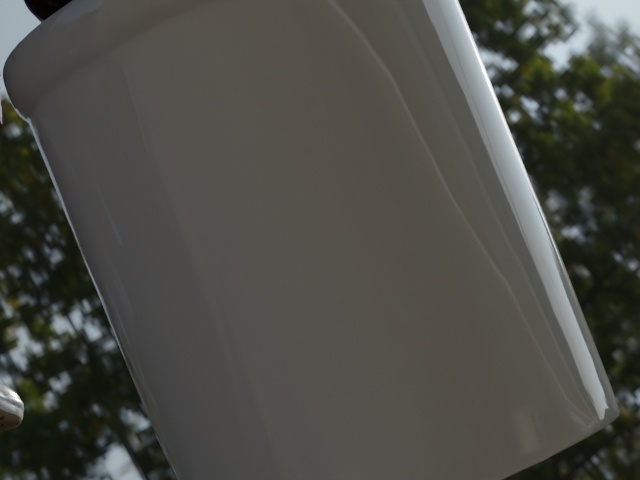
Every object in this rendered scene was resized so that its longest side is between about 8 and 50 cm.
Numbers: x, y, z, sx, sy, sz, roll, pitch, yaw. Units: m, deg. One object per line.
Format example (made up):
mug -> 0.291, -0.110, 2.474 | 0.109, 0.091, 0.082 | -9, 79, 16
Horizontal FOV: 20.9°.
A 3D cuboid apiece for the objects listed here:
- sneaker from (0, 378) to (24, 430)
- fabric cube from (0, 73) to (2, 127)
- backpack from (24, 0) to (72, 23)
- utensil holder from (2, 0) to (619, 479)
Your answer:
sneaker -> -0.361, 0.055, 1.494 | 0.282, 0.153, 0.099 | 30, -33, -33
fabric cube -> -0.403, -0.177, 1.295 | 0.258, 0.259, 0.254 | -21, -74, -5
backpack -> -0.185, -0.215, 1.428 | 0.114, 0.084, 0.105 | 6, -89, -1
utensil holder -> 0.000, 0.000, 1.219 | 0.327, 0.385, 0.327 | -23, -5, -2
